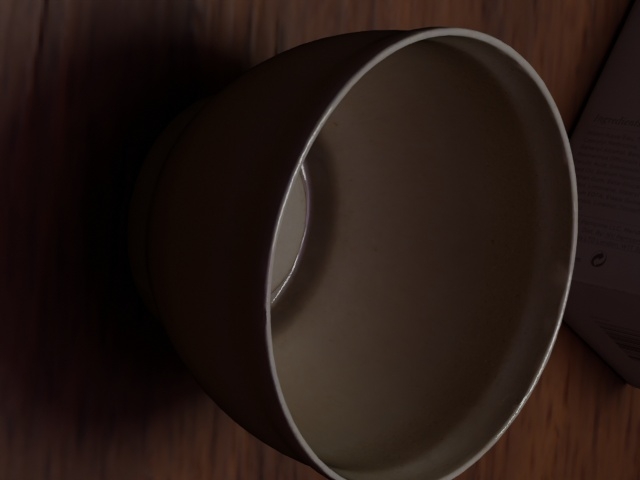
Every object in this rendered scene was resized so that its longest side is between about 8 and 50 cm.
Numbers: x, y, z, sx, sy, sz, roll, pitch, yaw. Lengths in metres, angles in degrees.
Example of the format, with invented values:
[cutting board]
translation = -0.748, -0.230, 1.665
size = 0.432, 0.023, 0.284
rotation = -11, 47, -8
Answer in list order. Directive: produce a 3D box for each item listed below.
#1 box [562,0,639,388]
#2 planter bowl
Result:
[box]
translation = 0.185, -0.023, 0.913
size = 0.130, 0.091, 0.170
rotation = 41, 70, -44
[planter bowl]
translation = 0.000, 0.000, 0.705
size = 0.162, 0.109, 0.162
rotation = -14, 110, -45
